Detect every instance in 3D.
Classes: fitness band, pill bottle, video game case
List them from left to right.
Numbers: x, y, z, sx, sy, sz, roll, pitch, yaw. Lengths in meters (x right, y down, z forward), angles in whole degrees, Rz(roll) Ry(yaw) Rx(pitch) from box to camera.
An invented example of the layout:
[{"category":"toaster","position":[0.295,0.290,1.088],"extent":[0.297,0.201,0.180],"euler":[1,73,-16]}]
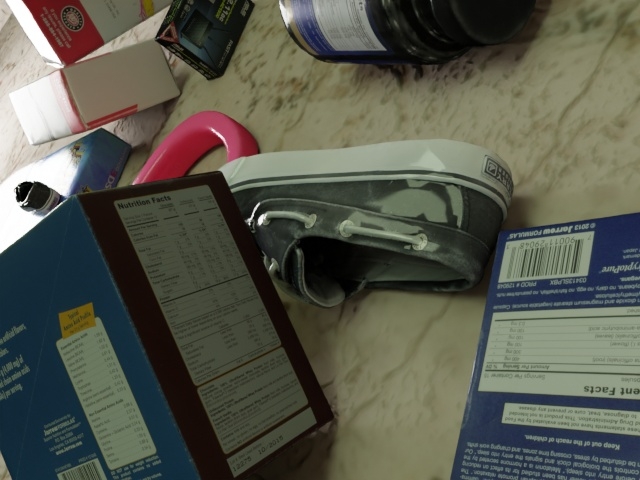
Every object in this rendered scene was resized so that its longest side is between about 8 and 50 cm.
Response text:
[{"category":"video game case","position":[-0.411,-0.020,1.104],"extent":[0.244,0.061,0.270],"euler":[-10,56,46]},{"category":"fitness band","position":[-0.180,-0.017,0.828],"extent":[0.291,0.054,0.209],"euler":[-55,35,1]},{"category":"pill bottle","position":[0.067,-0.209,0.617],"extent":[0.219,0.122,0.123],"euler":[20,80,54]}]

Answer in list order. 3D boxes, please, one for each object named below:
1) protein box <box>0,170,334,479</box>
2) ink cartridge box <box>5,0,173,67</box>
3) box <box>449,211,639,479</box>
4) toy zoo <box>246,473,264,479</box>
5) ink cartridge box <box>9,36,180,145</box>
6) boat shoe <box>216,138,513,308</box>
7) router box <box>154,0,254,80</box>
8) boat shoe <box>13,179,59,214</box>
[{"category":"protein box","position":[-0.138,0.087,0.538],"extent":[0.199,0.136,0.201],"euler":[-29,83,35]},{"category":"ink cartridge box","position":[-0.325,-0.429,1.088],"extent":[0.306,0.226,0.131],"euler":[-38,29,-21]},{"category":"box","position":[0.135,0.093,0.373],"extent":[0.136,0.036,0.225],"euler":[-8,56,48]},{"category":"toy zoo","position":[-0.086,0.322,0.467],"extent":[0.293,0.030,0.192],"euler":[-57,35,0]},{"category":"ink cartridge box","position":[-0.332,-0.213,1.073],"extent":[0.158,0.092,0.217],"euler":[-31,18,-35]},{"category":"boat shoe","position":[0.000,0.000,0.559],"extent":[0.301,0.108,0.102],"euler":[-1,61,42]},{"category":"router box","position":[-0.151,-0.289,0.970],"extent":[0.038,0.092,0.123],"euler":[0,64,50]},{"category":"boat shoe","position":[-0.415,-0.068,1.055],"extent":[0.142,0.040,0.049],"euler":[10,71,52]}]
